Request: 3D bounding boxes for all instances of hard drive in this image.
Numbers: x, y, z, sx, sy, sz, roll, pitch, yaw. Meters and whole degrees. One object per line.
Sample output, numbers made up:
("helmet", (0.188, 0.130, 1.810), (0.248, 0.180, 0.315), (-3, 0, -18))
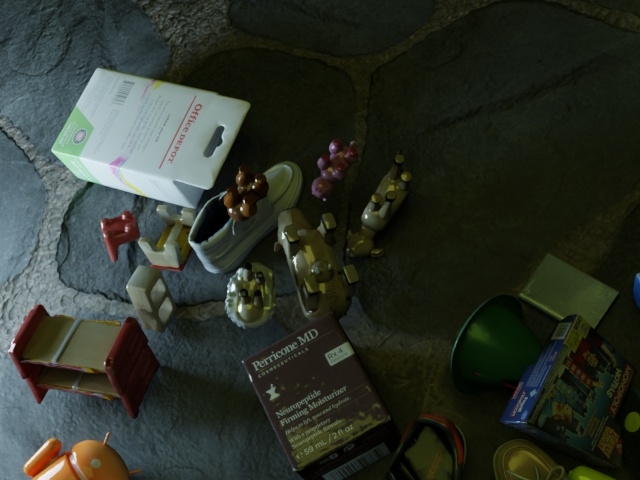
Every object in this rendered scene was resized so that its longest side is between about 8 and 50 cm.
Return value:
("hard drive", (0.408, 0.091, 1.583), (0.135, 0.022, 0.094), (31, 76, 25))

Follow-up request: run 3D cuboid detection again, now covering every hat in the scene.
("hat", (0.327, 0.198, 1.452), (0.183, 0.208, 0.173), (28, 93, 40))

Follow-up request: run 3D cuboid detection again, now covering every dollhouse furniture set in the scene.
("dollhouse furniture set", (-0.364, 0.113, 1.720), (0.201, 0.152, 0.374), (7, 49, 18))

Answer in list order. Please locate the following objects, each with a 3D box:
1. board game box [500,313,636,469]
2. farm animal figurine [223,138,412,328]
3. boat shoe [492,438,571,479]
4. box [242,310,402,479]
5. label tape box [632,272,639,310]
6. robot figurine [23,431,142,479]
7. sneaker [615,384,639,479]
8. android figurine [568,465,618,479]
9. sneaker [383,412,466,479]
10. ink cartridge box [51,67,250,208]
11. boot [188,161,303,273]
("board game box", (0.389, 0.245, 1.435), (0.194, 0.194, 0.060), (-57, 21, -24))
("farm animal figurine", (0.000, 0.000, 1.644), (0.330, 0.172, 0.327), (-1, 65, -6))
("boat shoe", (0.339, 0.400, 1.348), (0.104, 0.089, 0.285), (-31, 63, -3))
("box", (0.007, 0.259, 1.519), (0.168, 0.167, 0.203), (-29, 61, -1))
("label tape box", (0.682, 0.113, 1.457), (0.333, 0.106, 0.241), (-20, 62, 4))
("robot figurine", (-0.406, 0.414, 1.569), (0.219, 0.128, 0.158), (-38, 55, -6))
("sneaker", (0.503, 0.314, 1.437), (0.069, 0.082, 0.209), (-51, 36, 35))
("android figurine", (0.368, 0.454, 1.400), (0.272, 0.056, 0.248), (22, 72, 21))
("sneaker", (0.129, 0.420, 1.421), (0.131, 0.148, 0.350), (7, 67, 17))
("ink cartridge box", (-0.306, -0.191, 1.844), (0.353, 0.119, 0.207), (15, 69, 21))
("boot", (-0.131, -0.060, 1.734), (0.095, 0.123, 0.258), (31, 75, 25))
